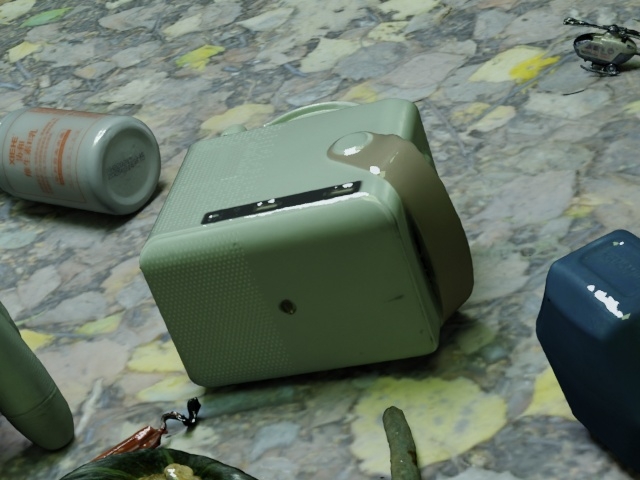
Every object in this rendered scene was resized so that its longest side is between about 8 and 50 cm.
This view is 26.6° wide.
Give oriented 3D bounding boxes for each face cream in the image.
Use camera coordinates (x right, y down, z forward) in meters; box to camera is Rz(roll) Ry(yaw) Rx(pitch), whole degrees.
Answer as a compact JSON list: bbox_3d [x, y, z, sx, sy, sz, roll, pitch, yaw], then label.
[{"bbox_3d":[-0.287,-0.089,1.405,0.252,0.101,0.101,9,40,36],"label":"face cream"}]

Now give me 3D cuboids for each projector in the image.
[{"bbox_3d":[0.000,0.000,1.072,0.242,0.163,0.177,-11,32,18],"label":"projector"}]

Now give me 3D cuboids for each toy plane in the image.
[{"bbox_3d":[0.296,-0.189,1.334,0.121,0.049,0.031,14,41,15],"label":"toy plane"}]

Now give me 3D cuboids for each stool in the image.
[{"bbox_3d":[-0.324,0.087,1.056,0.195,0.198,0.195,-27,31,-17],"label":"stool"}]

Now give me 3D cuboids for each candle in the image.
[{"bbox_3d":[-0.159,0.168,1.014,0.167,0.021,0.026,-30,13,-19],"label":"candle"}]

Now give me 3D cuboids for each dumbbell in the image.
[{"bbox_3d":[0.308,0.024,0.901,0.325,0.160,0.144,-24,64,-12],"label":"dumbbell"}]

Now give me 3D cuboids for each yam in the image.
[{"bbox_3d":[0.063,0.183,0.883,0.027,0.029,0.234,7,27,-12],"label":"yam"}]

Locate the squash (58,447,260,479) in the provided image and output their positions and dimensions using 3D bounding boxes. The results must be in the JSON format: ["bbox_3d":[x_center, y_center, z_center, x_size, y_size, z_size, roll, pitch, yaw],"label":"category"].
[{"bbox_3d":[-0.089,0.205,0.801,0.193,0.156,0.193,-13,10,3],"label":"squash"}]

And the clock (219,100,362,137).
[{"bbox_3d":[-0.001,-0.077,1.284,0.191,0.062,0.151,-15,31,2],"label":"clock"}]
